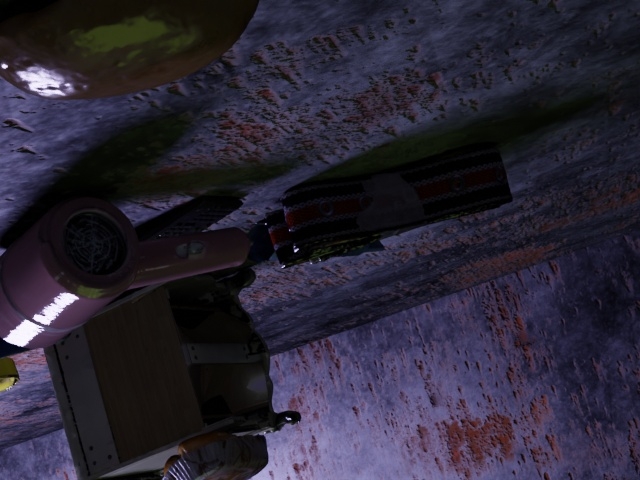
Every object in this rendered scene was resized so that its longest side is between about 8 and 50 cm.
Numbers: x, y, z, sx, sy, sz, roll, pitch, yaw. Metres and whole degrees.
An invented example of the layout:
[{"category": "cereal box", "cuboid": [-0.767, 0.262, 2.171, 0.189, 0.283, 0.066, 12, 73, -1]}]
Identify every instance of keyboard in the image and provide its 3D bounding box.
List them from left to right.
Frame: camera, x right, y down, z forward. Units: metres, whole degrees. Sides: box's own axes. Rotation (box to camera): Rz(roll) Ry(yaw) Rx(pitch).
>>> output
[{"category": "keyboard", "cuboid": [-0.270, 0.031, 1.591, 0.381, 0.041, 0.103, -24, 167, 29]}]

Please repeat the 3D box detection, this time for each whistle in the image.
[{"category": "whistle", "cuboid": [0.000, 0.000, 1.827, 0.062, 0.062, 0.304, -25, 168, 34]}]

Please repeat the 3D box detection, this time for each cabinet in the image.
[{"category": "cabinet", "cuboid": [-0.247, 0.226, 1.965, 0.318, 0.290, 0.227, -26, 163, 23]}]

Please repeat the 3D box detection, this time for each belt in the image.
[{"category": "belt", "cuboid": [0.103, -0.050, 1.654, 0.359, 0.094, 0.126, -16, 168, -15]}]

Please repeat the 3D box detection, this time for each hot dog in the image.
[{"category": "hot dog", "cuboid": [-0.159, 0.346, 1.843, 0.131, 0.069, 0.252, -35, 161, 14]}]

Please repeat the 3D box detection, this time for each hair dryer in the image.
[{"category": "hair dryer", "cuboid": [-0.214, 0.019, 1.425, 0.352, 0.125, 0.210, -13, 167, -39]}]

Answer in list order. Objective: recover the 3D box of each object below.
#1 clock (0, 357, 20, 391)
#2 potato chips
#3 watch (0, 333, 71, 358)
[{"category": "clock", "cuboid": [-0.660, 0.256, 2.013, 0.277, 0.071, 0.293, -20, 170, -9]}, {"category": "potato chips", "cuboid": [-0.142, -0.144, 0.872, 0.208, 0.062, 0.195, -14, 171, -31]}, {"category": "watch", "cuboid": [-0.514, 0.144, 1.672, 0.274, 0.068, 0.276, -14, 169, -1]}]
